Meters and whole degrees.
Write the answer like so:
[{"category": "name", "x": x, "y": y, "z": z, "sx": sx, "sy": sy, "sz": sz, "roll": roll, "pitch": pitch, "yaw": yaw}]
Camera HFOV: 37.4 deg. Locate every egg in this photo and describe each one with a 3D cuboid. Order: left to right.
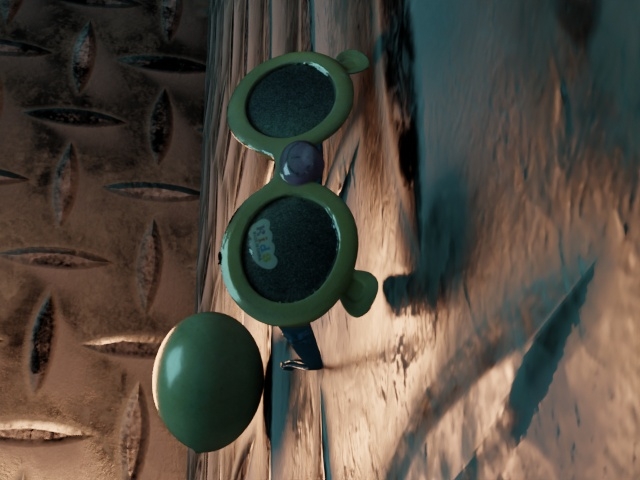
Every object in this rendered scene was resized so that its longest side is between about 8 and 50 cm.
[{"category": "egg", "x": -0.115, "y": 0.146, "z": 0.968, "sx": 0.114, "sy": 0.114, "sz": 0.152, "roll": -114, "pitch": 29, "yaw": -70}]

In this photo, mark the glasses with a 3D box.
[{"category": "glasses", "x": -0.030, "y": -0.001, "z": 0.637, "sx": 0.220, "sy": 0.088, "sz": 0.190, "roll": 113, "pitch": 159, "yaw": -61}]
